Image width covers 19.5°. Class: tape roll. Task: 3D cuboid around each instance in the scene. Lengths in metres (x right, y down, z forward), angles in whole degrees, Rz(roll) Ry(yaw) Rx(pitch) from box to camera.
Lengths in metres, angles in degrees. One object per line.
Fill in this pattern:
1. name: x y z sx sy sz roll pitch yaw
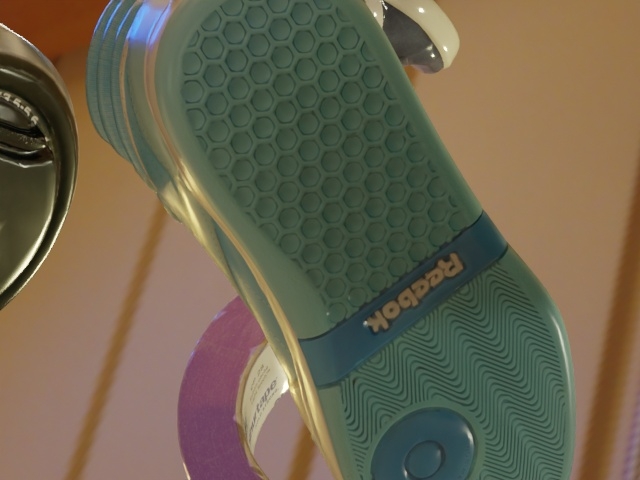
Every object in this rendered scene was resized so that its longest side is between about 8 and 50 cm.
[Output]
1. tape roll: 0.037 0.140 1.349 0.275 0.090 0.274 -2 -126 3

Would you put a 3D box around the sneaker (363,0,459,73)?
1. sneaker: -0.026 -0.179 1.470 0.131 0.350 0.148 37 -82 40

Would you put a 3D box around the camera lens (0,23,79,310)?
1. camera lens: -0.300 -0.072 1.148 0.274 0.219 0.219 34 -95 35

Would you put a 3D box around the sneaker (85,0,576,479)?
1. sneaker: 0.000 0.000 0.880 0.127 0.319 0.208 -30 -157 -13
